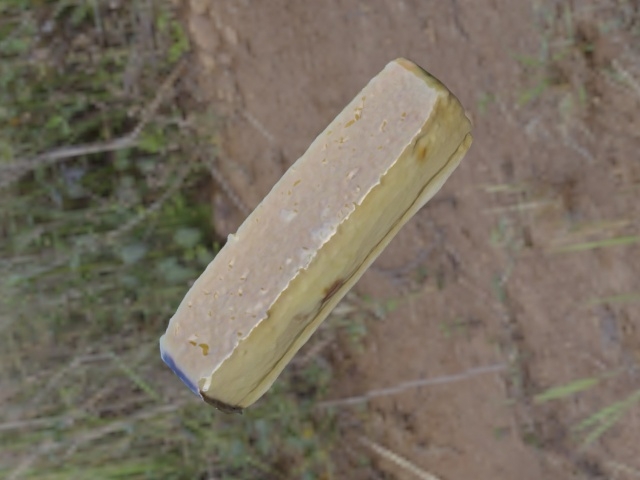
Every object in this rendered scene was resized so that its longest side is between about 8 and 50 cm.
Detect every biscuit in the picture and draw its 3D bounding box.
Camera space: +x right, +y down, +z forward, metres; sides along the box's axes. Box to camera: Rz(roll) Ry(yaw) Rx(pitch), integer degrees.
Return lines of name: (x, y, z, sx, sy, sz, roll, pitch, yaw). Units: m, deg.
biscuit: (0.000, 0.000, 0.680, 0.052, 0.188, 0.056, 42, -178, 37)
